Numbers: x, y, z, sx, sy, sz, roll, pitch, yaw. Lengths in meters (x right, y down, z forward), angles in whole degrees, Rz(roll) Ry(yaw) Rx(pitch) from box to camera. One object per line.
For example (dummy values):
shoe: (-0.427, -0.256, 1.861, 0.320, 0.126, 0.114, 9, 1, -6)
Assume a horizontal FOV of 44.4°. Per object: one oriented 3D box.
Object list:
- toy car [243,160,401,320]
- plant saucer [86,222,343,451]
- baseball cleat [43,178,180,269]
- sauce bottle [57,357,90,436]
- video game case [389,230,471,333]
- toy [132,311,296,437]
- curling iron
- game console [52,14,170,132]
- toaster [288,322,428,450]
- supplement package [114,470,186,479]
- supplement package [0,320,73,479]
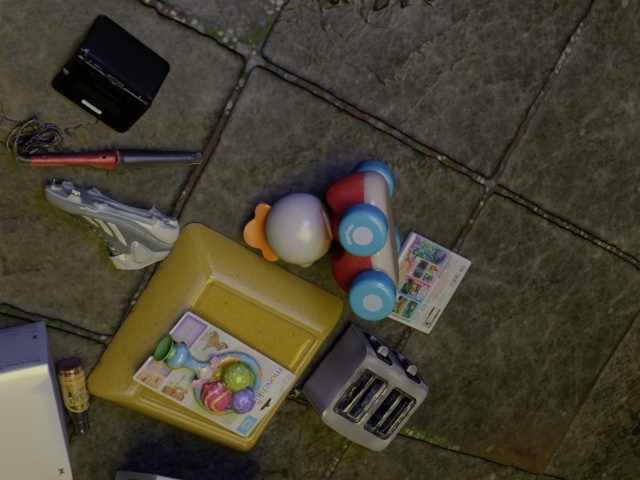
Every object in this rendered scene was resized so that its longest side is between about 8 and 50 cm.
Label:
toy car: (0.000, 0.000, 1.237, 0.237, 0.219, 0.210, -4, 116, 11)
plant saucer: (-0.156, 0.186, 1.284, 0.332, 0.081, 0.333, 30, 97, -28)
baseball cleat: (-0.312, -0.014, 1.147, 0.205, 0.072, 0.110, 18, 109, -23)
sauce bottle: (-0.385, 0.250, 1.238, 0.042, 0.042, 0.128, -12, 115, -17)
video game case: (0.179, 0.078, 1.411, 0.143, 0.019, 0.157, 25, 100, -28)
toy: (-0.155, 0.224, 1.221, 0.237, 0.056, 0.137, 37, 95, -29)
curling iron: (-0.303, -0.129, 1.124, 0.273, 0.035, 0.068, 5, 108, -23)
game console: (-0.293, -0.231, 1.102, 0.122, 0.071, 0.107, 35, 125, -28)
toaster: (0.072, 0.265, 1.389, 0.168, 0.110, 0.186, 36, 94, -28)
supplement package: (-0.205, 0.501, 1.282, 0.262, 0.199, 0.198, 21, 68, -27)
supplement package: (-0.512, 0.259, 1.131, 0.261, 0.145, 0.204, -11, 114, -18)
